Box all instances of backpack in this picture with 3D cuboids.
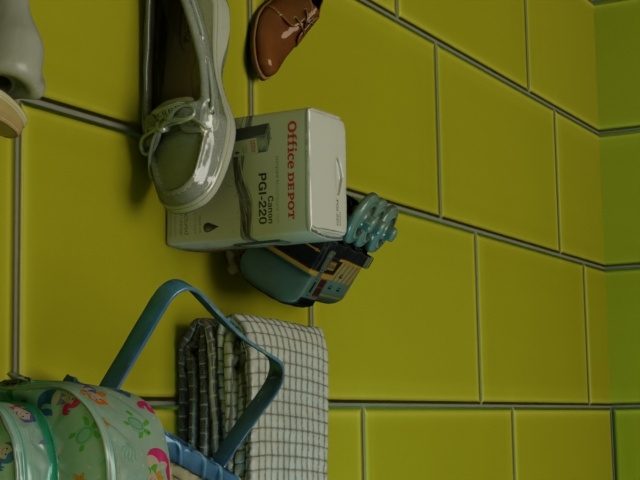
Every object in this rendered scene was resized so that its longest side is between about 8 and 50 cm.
[{"bbox_3d":[-0.271,0.238,1.347,0.191,0.254,0.225,19,70,-60],"label":"backpack"}]

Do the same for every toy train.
[{"bbox_3d":[0.000,0.000,1.970,0.190,0.142,0.334,-58,167,2],"label":"toy train"}]

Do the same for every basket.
[{"bbox_3d":[-0.173,0.207,1.562,0.289,0.201,0.255,-53,140,-9],"label":"basket"}]

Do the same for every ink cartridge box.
[{"bbox_3d":[-0.082,-0.072,1.793,0.092,0.218,0.158,12,74,-61],"label":"ink cartridge box"}]

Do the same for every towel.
[{"bbox_3d":[-0.084,0.244,1.852,0.235,0.121,0.283,18,68,-62],"label":"towel"}]

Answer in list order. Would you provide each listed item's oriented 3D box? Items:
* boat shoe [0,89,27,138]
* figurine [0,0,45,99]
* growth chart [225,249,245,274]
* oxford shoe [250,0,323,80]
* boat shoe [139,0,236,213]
[{"bbox_3d":[-0.368,-0.136,1.437,0.170,0.063,0.059,33,59,-45],"label":"boat shoe"},{"bbox_3d":[-0.353,-0.274,1.464,0.215,0.092,0.209,41,46,-54],"label":"figurine"},{"bbox_3d":[-0.087,-0.062,1.994,0.237,0.021,0.172,-28,111,-62],"label":"growth chart"},{"bbox_3d":[-0.045,-0.313,2.059,0.076,0.076,0.212,61,38,-41],"label":"oxford shoe"},{"bbox_3d":[-0.175,-0.187,1.757,0.103,0.118,0.320,31,55,-50],"label":"boat shoe"}]
